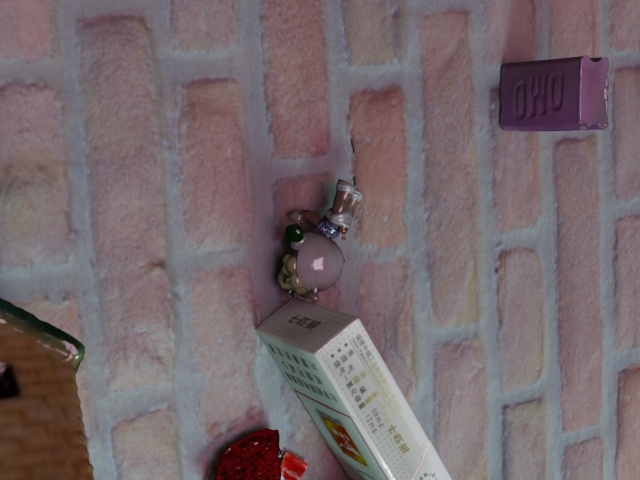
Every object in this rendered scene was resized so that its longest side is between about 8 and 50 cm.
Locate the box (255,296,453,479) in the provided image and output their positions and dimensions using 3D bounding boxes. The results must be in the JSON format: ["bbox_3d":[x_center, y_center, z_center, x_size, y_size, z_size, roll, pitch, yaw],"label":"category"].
[{"bbox_3d":[0.051,0.256,1.683,0.095,0.210,0.330,-36,111,-20],"label":"box"}]

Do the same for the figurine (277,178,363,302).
[{"bbox_3d":[-0.001,0.000,1.697,0.147,0.094,0.197,33,70,-50],"label":"figurine"}]

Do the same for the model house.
[{"bbox_3d":[-0.450,0.258,1.331,0.335,0.382,0.342,0,60,-29],"label":"model house"}]

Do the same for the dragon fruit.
[{"bbox_3d":[-0.113,0.378,1.685,0.106,0.083,0.162,1,60,-7],"label":"dragon fruit"}]

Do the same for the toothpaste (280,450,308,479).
[{"bbox_3d":[-0.083,0.431,1.733,0.048,0.031,0.190,36,76,-21],"label":"toothpaste"}]

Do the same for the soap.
[{"bbox_3d":[0.388,-0.242,1.816,0.066,0.203,0.122,-2,95,-31],"label":"soap"}]
